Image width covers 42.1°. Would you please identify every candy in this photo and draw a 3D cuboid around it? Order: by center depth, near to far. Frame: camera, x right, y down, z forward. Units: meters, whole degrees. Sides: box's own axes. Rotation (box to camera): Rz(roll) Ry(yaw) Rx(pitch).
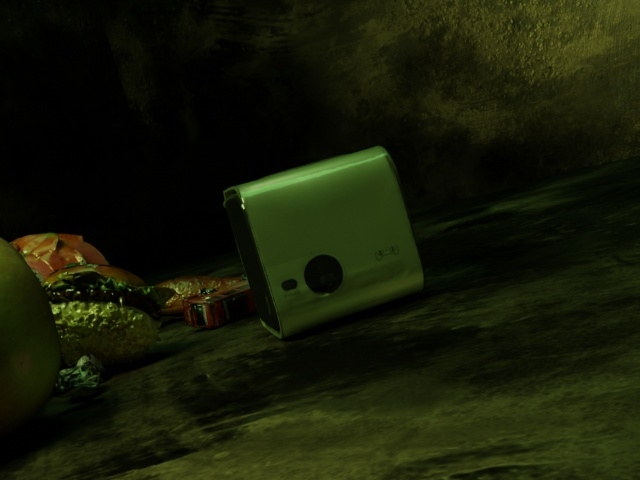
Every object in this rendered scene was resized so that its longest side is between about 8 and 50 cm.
[{"bbox_3d":[-0.380,0.223,1.304,0.094,0.051,0.226,-29,6,-18],"label":"candy"}]

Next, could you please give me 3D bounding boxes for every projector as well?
[{"bbox_3d":[0.000,0.000,1.361,0.249,0.248,0.248,-17,4,-12],"label":"projector"}]

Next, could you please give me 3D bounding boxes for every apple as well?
[{"bbox_3d":[-0.507,0.141,1.101,0.277,0.319,0.319,-24,8,-38],"label":"apple"}]

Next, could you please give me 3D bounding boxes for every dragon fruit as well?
[{"bbox_3d":[-0.566,0.116,1.709,0.291,0.290,0.189,-15,1,19],"label":"dragon fruit"}]

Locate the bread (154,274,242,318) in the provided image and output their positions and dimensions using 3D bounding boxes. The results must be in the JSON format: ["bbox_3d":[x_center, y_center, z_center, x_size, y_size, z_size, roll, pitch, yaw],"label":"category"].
[{"bbox_3d":[-0.271,0.119,1.930,0.269,0.095,0.139,-13,11,-6],"label":"bread"}]

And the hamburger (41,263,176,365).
[{"bbox_3d":[-0.393,0.136,1.444,0.262,0.138,0.243,19,-33,-34],"label":"hamburger"}]

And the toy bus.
[{"bbox_3d":[-0.164,0.118,1.695,0.235,0.073,0.096,-19,12,-43],"label":"toy bus"}]
